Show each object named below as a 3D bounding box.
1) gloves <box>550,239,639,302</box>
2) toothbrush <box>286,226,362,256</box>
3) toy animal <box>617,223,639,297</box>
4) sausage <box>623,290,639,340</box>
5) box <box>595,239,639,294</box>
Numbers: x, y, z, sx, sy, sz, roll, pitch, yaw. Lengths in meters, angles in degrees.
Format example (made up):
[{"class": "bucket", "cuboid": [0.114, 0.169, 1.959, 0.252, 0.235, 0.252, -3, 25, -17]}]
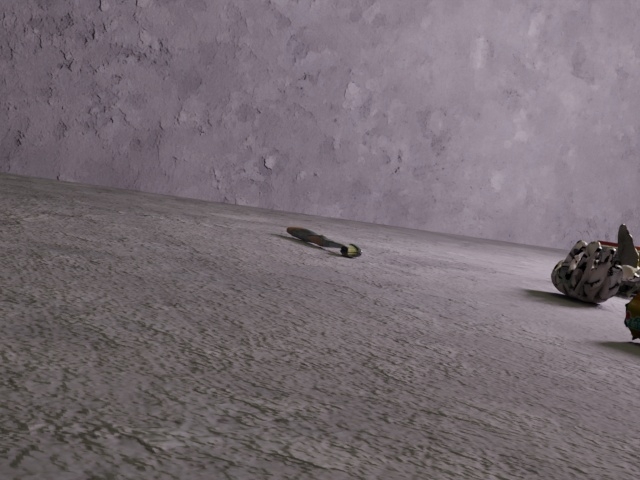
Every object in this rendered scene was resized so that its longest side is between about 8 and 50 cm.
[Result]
[{"class": "gloves", "cuboid": [0.516, 0.069, 1.871, 0.128, 0.111, 0.212, 33, 0, -3]}, {"class": "toothbrush", "cuboid": [0.000, 0.000, 2.184, 0.037, 0.028, 0.375, -1, 8, -23]}, {"class": "toy animal", "cuboid": [0.671, 0.081, 2.157, 0.155, 0.219, 0.095, -29, 8, 24]}, {"class": "sausage", "cuboid": [0.546, 0.136, 1.246, 0.082, 0.082, 0.371, 7, 6, -28]}, {"class": "box", "cuboid": [0.703, 0.068, 2.218, 0.178, 0.115, 0.036, 10, 32, 23]}]
